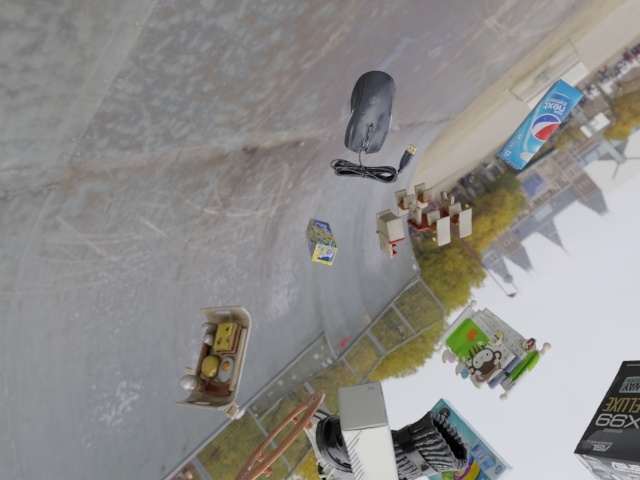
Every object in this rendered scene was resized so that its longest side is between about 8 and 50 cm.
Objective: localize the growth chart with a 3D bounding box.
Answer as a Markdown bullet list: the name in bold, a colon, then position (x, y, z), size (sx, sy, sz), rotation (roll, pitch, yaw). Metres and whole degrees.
- **growth chart**: position (0.356, 0.236, 1.027), size (0.172, 0.021, 0.237), rotation (-57, -148, 4)

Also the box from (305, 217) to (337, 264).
- **box**: position (0.000, 0.000, 1.287), size (0.169, 0.059, 0.054), rotation (-105, -148, -63)

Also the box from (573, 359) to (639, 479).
- **box**: position (0.615, 0.303, 0.790), size (0.242, 0.076, 0.307), rotation (-42, 179, -25)

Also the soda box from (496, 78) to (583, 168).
- **soda box**: position (0.519, -0.273, 1.134), size (0.210, 0.067, 0.071), rotation (-55, 174, 16)

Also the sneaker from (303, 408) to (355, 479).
- **sneaker**: position (0.048, 0.742, 1.410), size (0.258, 0.447, 0.169), rotation (-33, 165, -35)

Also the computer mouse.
- **computer mouse**: position (0.140, -0.235, 1.065), size (0.060, 0.184, 0.262), rotation (-92, -164, -53)

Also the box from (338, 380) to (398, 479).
- **box**: position (0.107, 0.433, 1.007), size (0.094, 0.275, 0.113), rotation (-10, -148, 4)

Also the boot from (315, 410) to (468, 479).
- **boot**: position (0.187, 0.525, 1.243), size (0.260, 0.348, 0.131), rotation (-39, -151, 34)

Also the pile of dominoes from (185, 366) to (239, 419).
- **pile of dominoes**: position (-0.407, 0.558, 1.732), size (0.040, 0.251, 0.196), rotation (-51, 172, -28)

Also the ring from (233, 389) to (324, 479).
- **ring**: position (-0.103, 0.530, 1.256), size (0.336, 0.032, 0.336), rotation (-43, 175, -5)

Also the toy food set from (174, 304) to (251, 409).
- **toy food set**: position (-0.335, 0.352, 1.448), size (0.220, 0.306, 0.092), rotation (-12, 150, 40)

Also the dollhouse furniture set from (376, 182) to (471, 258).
- **dollhouse furniture set**: position (0.312, -0.055, 1.513), size (0.259, 0.135, 0.262), rotation (-19, -150, -13)

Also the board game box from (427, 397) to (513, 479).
- **board game box**: position (0.504, 0.814, 1.794), size (0.253, 0.336, 0.079), rotation (-51, 137, 6)
